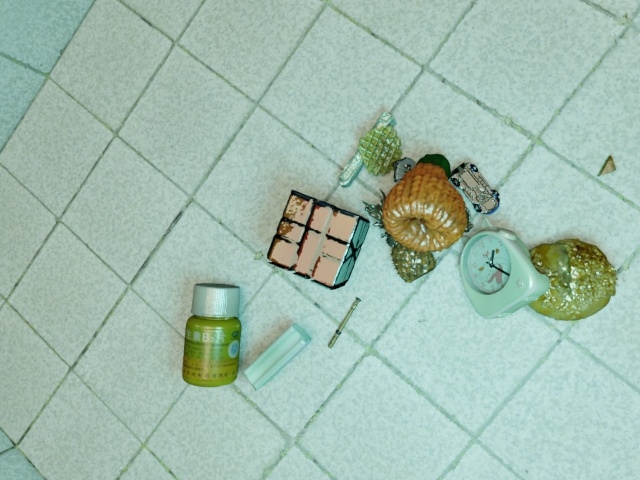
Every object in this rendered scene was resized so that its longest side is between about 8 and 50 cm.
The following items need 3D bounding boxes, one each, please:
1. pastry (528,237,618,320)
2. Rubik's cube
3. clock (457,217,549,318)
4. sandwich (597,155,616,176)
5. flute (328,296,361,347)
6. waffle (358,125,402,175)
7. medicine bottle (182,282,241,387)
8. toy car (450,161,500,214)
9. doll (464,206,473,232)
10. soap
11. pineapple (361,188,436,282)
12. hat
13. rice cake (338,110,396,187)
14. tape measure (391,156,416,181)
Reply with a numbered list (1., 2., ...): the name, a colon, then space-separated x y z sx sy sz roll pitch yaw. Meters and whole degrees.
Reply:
1. pastry: 0.837 0.135 1.518 0.315 0.184 0.285 -1 89 14
2. Rubik's cube: 0.000 0.000 1.682 0.283 0.288 0.294 24 92 13
3. clock: 0.609 0.087 1.553 0.265 0.108 0.324 -53 45 48
4. sandwich: 1.011 -0.254 1.566 0.044 0.031 0.083 26 97 17
5. flute: 0.094 0.329 1.779 0.027 0.027 0.233 32 96 13
6. waffle: 0.235 -0.343 1.717 0.169 0.036 0.184 -25 112 -5
7. medicine bottle: -0.432 0.373 1.808 0.224 0.224 0.385 4 88 14
8. toy car: 0.575 -0.190 1.657 0.103 0.063 0.216 -39 86 10
9. doll: 0.489 -0.084 1.681 0.139 0.057 0.165 -44 84 6
10. soap: -0.163 0.451 1.763 0.289 0.173 0.095 -45 78 9
11. pineapple: 0.296 -0.026 1.677 0.165 0.165 0.365 -28 80 12
12. hat: 0.382 -0.175 1.539 0.285 0.285 0.400 13 62 14
13. rice cake: 0.176 -0.351 1.760 0.063 0.066 0.336 39 98 16
14. tape measure: 0.323 -0.274 1.717 0.094 0.054 0.091 -12 105 -5
